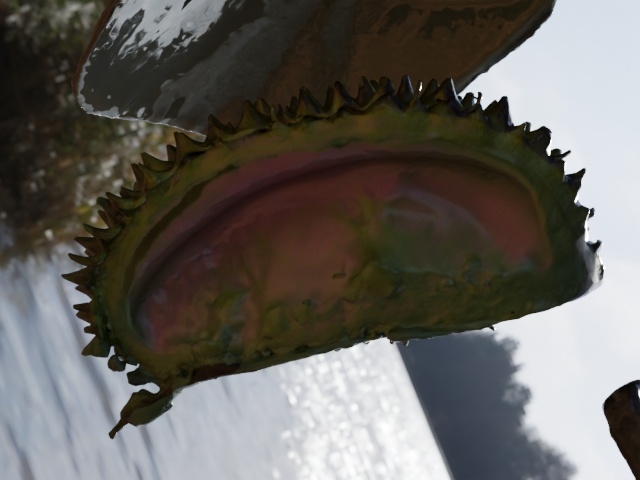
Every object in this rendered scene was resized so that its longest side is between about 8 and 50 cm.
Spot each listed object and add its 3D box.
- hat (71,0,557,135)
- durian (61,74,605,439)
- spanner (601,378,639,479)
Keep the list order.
[{"bbox_3d":[-0.004,-0.151,0.605,0.214,0.245,0.149,12,64,-41],"label":"hat"},{"bbox_3d":[-0.002,-0.007,0.568,0.095,0.221,0.137,-114,-173,-68],"label":"durian"},{"bbox_3d":[0.187,0.123,0.500,0.325,0.026,0.093,38,26,-39],"label":"spanner"}]
